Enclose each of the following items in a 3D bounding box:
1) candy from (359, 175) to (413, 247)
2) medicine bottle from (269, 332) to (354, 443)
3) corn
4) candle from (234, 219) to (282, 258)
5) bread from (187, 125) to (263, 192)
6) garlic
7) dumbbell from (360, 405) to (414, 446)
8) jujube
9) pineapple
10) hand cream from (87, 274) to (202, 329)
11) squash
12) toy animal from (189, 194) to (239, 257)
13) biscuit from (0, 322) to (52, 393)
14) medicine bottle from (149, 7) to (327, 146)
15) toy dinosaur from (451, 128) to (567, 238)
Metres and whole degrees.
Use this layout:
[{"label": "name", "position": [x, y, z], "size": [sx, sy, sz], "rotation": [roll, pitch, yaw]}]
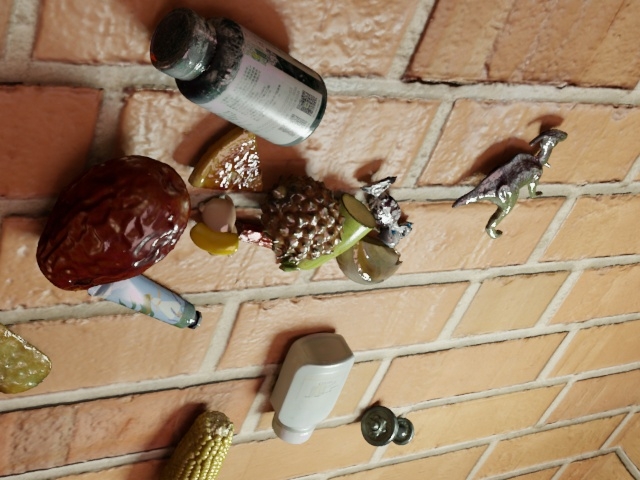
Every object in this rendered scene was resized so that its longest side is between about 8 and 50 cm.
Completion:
[{"label": "candy", "position": [0.141, -0.065, 1.964], "size": [0.094, 0.051, 0.226], "rotation": [-41, 145, -5]}, {"label": "medicine bottle", "position": [-0.030, 0.356, 2.257], "size": [0.161, 0.111, 0.296], "rotation": [-6, 133, -28]}, {"label": "corn", "position": [-0.303, 0.545, 2.260], "size": [0.130, 0.130, 0.347], "rotation": [5, 127, -38]}, {"label": "candle", "position": [-0.111, -0.001, 1.857], "size": [0.053, 0.048, 0.162], "rotation": [-21, 155, 37]}, {"label": "bread", "position": [-0.172, -0.130, 1.668], "size": [0.136, 0.054, 0.154], "rotation": [-24, 136, -12]}, {"label": "garlic", "position": [0.101, 0.046, 2.029], "size": [0.195, 0.087, 0.101], "rotation": [22, 105, -44]}, {"label": "dumbbell", "position": [0.201, 0.525, 2.615], "size": [0.110, 0.110, 0.254], "rotation": [-42, 148, 12]}, {"label": "jujube", "position": [-0.343, -0.022, 1.558], "size": [0.290, 0.197, 0.197], "rotation": [-31, 145, 24]}, {"label": "pineapple", "position": [-0.044, -0.047, 1.767], "size": [0.166, 0.166, 0.193], "rotation": [-36, 139, 4]}, {"label": "hand cream", "position": [-0.334, 0.114, 1.835], "size": [0.088, 0.055, 0.256], "rotation": [-46, 134, 11]}, {"label": "squash", "position": [0.000, 0.000, 1.922], "size": [0.224, 0.094, 0.094], "rotation": [-38, 143, 22]}, {"label": "toy animal", "position": [-0.196, -0.022, 1.764], "size": [0.091, 0.114, 0.082], "rotation": [-10, 177, 5]}, {"label": "biscuit", "position": [-0.605, 0.220, 1.774], "size": [0.118, 0.029, 0.247], "rotation": [-38, 142, -4]}, {"label": "medicine bottle", "position": [-0.128, -0.258, 1.484], "size": [0.141, 0.141, 0.293], "rotation": [-47, 141, 18]}, {"label": "toy dinosaur", "position": [0.425, -0.132, 2.068], "size": [0.294, 0.077, 0.162], "rotation": [-44, 139, -8]}]
